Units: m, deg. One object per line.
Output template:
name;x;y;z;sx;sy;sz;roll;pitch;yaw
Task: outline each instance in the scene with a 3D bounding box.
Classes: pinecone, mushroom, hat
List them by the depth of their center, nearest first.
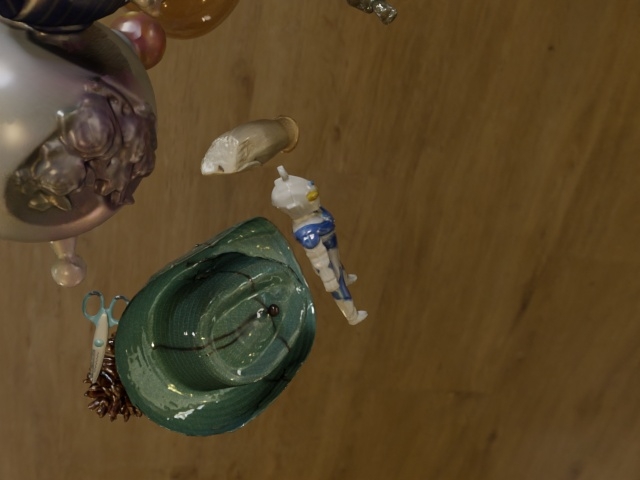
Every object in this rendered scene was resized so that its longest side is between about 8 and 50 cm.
hat;-0.061;0.060;0.757;0.078;0.191;0.138;-6;121;51
pinecone;-0.301;0.218;1.619;0.173;0.173;0.173;-4;131;-4
mushroom;-0.135;-0.194;2.040;0.096;0.247;0.108;30;129;25

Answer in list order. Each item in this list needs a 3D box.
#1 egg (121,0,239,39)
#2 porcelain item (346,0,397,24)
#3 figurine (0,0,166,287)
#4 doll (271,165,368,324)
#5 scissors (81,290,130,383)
egg;-0.267;-0.555;1.831;0.301;0.301;0.374;-4;123;-4
porcelain item;0.071;-0.480;1.890;0.081;0.216;0.069;-42;154;16
figurine;-0.136;-0.117;0.561;0.274;0.133;0.194;-56;157;12
doll;0.000;0.000;1.242;0.057;0.114;0.227;-22;126;14
scissors;-0.265;0.117;1.206;0.058;0.014;0.119;12;108;-12
